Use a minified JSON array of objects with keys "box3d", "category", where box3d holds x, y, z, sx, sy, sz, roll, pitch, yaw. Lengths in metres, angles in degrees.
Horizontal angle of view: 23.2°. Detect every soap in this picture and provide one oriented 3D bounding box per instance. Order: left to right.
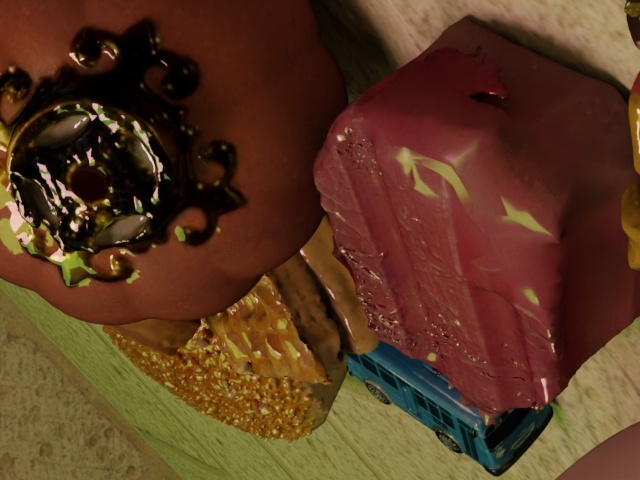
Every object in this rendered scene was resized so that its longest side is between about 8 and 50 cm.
[{"box3d":[0.106,-0.009,1.029,0.220,0.127,0.325,32,159,29],"category":"soap"}]

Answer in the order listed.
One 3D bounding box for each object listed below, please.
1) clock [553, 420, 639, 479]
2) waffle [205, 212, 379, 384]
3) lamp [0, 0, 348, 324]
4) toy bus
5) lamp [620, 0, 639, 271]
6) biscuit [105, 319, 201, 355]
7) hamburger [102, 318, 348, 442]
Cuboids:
[{"box3d":[0.318,0.307,1.121,0.376,0.250,0.368,50,161,-4],"category":"clock"},{"box3d":[-0.073,-0.031,1.316,0.308,0.091,0.213,61,159,-10],"category":"waffle"},{"box3d":[-0.133,-0.078,1.077,0.305,0.305,0.239,46,-160,-12],"category":"lamp"},{"box3d":[0.110,0.117,1.387,0.185,0.090,0.106,33,157,31],"category":"toy bus"},{"box3d":[0.207,-0.035,0.766,0.118,0.118,0.253,31,156,34],"category":"lamp"},{"box3d":[-0.285,-0.039,1.407,0.365,0.062,0.385,34,-174,-36],"category":"biscuit"},{"box3d":[-0.104,0.094,1.660,0.302,0.170,0.302,38,162,15],"category":"hamburger"}]
